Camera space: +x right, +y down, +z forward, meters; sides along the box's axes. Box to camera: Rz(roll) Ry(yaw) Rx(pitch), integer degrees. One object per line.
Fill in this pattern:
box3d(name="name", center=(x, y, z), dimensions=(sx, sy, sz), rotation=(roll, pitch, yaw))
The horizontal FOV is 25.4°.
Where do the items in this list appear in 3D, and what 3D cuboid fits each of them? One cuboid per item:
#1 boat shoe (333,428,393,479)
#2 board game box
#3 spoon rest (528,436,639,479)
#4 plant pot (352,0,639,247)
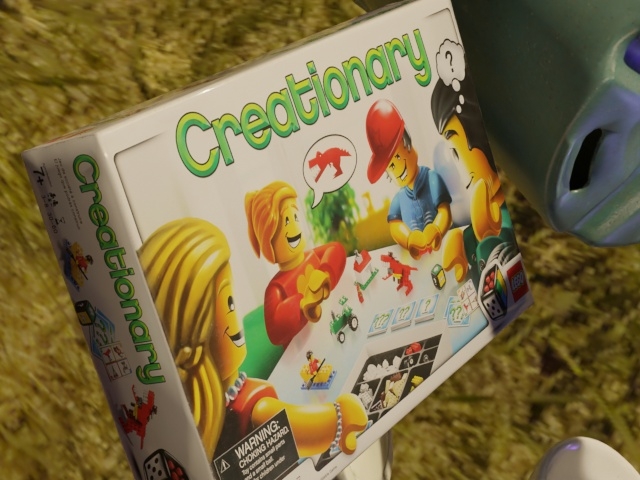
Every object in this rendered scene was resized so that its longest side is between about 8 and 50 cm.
box3d(name="boat shoe", center=(-0.017, 0.057, 0.930), dimensions=(0.091, 0.305, 0.109), rotation=(-18, 132, 10))
box3d(name="board game box", center=(0.000, 0.000, 0.712), dimensions=(0.305, 0.053, 0.193), rotation=(-32, 109, -51))
box3d(name="spoon rest", center=(0.142, 0.219, 0.848), dimensions=(0.137, 0.084, 0.276), rotation=(55, 45, -1))
box3d(name="plant pot", center=(0.178, -0.199, 0.937), dimensions=(0.341, 0.334, 0.341), rotation=(-21, 147, -14))
